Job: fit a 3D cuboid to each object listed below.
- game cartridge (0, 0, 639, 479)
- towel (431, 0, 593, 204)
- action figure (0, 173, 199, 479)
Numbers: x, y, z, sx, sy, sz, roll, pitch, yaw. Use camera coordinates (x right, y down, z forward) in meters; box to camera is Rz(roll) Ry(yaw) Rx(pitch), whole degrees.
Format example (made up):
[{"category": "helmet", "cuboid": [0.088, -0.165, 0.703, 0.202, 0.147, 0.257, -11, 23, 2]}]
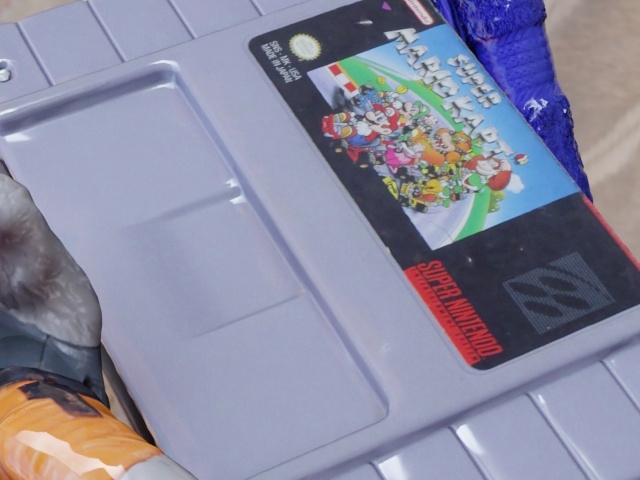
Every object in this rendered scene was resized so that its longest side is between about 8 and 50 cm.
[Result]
[{"category": "game cartridge", "cuboid": [0.000, 0.000, 0.772, 0.355, 0.230, 0.068, 56, 162, 33]}, {"category": "towel", "cuboid": [0.077, -0.115, 1.034, 0.227, 0.076, 0.308, -171, 66, -81]}, {"category": "action figure", "cuboid": [-0.144, 0.125, 0.591, 0.341, 0.178, 0.330, -57, 25, 14]}]
